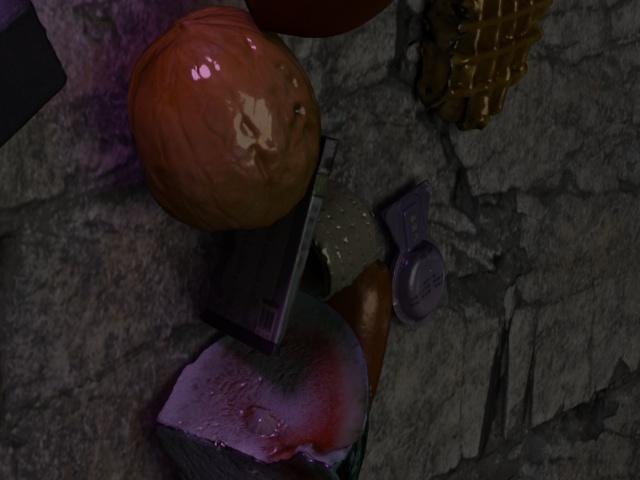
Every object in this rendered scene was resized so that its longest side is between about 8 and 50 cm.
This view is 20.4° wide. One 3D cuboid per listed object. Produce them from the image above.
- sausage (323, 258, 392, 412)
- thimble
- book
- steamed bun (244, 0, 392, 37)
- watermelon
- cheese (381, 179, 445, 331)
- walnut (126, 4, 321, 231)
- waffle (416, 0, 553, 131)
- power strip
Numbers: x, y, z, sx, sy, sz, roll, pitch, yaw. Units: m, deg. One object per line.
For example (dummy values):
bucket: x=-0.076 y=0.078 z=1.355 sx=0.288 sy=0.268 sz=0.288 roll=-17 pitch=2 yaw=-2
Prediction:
sausage: x=0.032 y=0.124 z=2.081 sx=0.098 sy=0.098 sz=0.238 roll=-10 pitch=113 yaw=-51
thimble: x=0.000 y=0.000 z=1.971 sx=0.090 sy=0.102 sz=0.115 roll=-41 pitch=99 yaw=-37
book: x=-0.053 y=-0.007 z=1.853 sx=0.026 sy=0.157 sz=0.231 roll=12 pitch=96 yaw=-34
steamed bun: x=-0.012 y=-0.390 z=1.616 sx=0.248 sy=0.235 sz=0.379 roll=-23 pitch=131 yaw=-1
watermelon: x=-0.063 y=0.177 z=1.900 sx=0.213 sy=0.320 sz=0.289 roll=16 pitch=71 yaw=-18
cheese: x=0.116 y=0.025 z=2.189 sx=0.105 sy=0.042 sz=0.191 roll=-35 pitch=130 yaw=-41
walnut: x=-0.095 y=-0.118 z=1.729 sx=0.195 sy=0.195 sz=0.222 roll=-46 pitch=132 yaw=-31
waffle: x=0.194 y=-0.280 z=2.142 sx=0.283 sy=0.065 sz=0.309 roll=-60 pitch=142 yaw=-16
power strip: x=-0.326 y=-0.107 z=1.527 sx=0.257 sy=0.070 sz=0.105 roll=-48 pitch=140 yaw=-27
